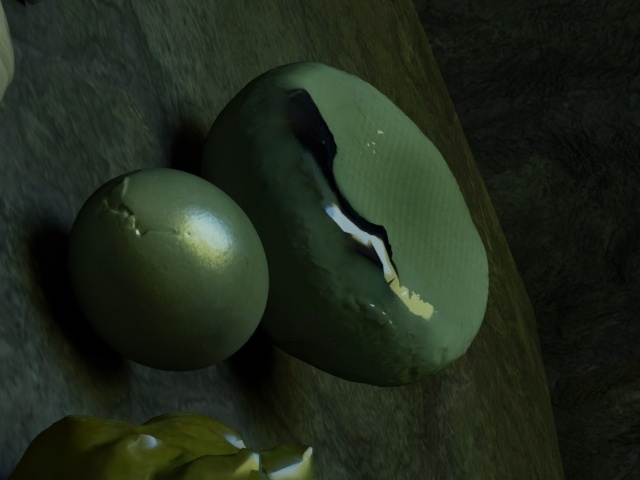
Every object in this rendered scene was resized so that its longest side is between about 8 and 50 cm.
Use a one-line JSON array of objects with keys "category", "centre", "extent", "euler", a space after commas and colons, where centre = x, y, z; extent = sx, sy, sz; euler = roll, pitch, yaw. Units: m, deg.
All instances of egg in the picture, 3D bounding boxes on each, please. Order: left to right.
[{"category": "egg", "centre": [-0.091, 0.017, 1.005], "extent": [0.152, 0.114, 0.114], "euler": [57, 19, -53]}]

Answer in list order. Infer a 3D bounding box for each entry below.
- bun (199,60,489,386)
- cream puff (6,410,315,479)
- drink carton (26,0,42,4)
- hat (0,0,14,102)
[{"category": "bun", "centre": [0.000, 0.000, 1.359], "extent": [0.283, 0.179, 0.283], "euler": [41, 29, -29]}, {"category": "cream puff", "centre": [-0.043, 0.206, 0.786], "extent": [0.282, 0.185, 0.282], "euler": [-17, 90, -82]}, {"category": "drink carton", "centre": [-0.112, -0.240, 1.016], "extent": [0.134, 0.222, 0.102], "euler": [42, 32, -68]}, {"category": "hat", "centre": [-0.174, -0.045, 0.666], "extent": [0.226, 0.164, 0.219], "euler": [54, 5, 24]}]
